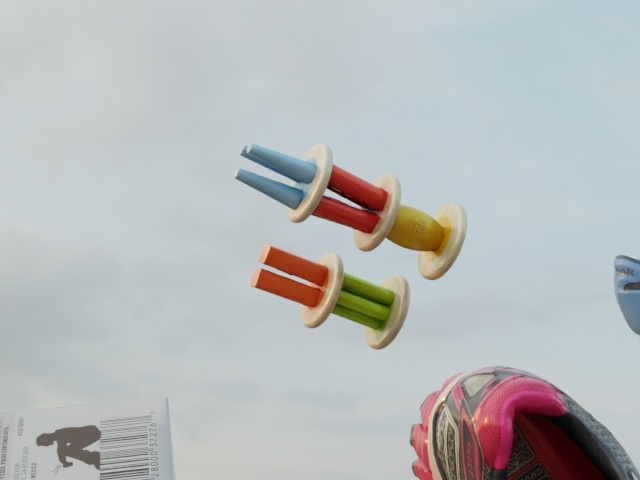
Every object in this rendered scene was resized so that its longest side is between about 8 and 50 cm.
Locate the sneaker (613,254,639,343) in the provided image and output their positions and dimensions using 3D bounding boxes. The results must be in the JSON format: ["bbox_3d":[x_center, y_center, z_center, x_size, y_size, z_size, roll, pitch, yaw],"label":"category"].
[{"bbox_3d":[0.309,0.008,0.839,0.209,0.082,0.069,-20,3,-1],"label":"sneaker"}]

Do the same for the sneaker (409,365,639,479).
[{"bbox_3d":[0.163,0.201,0.658,0.299,0.121,0.112,49,-15,2],"label":"sneaker"}]

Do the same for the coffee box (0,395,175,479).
[{"bbox_3d":[-0.234,0.208,0.735,0.297,0.119,0.168,-5,-52,-7],"label":"coffee box"}]

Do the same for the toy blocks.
[{"bbox_3d":[0.000,0.000,0.753,0.148,0.054,0.123,22,-56,-20],"label":"toy blocks"}]
